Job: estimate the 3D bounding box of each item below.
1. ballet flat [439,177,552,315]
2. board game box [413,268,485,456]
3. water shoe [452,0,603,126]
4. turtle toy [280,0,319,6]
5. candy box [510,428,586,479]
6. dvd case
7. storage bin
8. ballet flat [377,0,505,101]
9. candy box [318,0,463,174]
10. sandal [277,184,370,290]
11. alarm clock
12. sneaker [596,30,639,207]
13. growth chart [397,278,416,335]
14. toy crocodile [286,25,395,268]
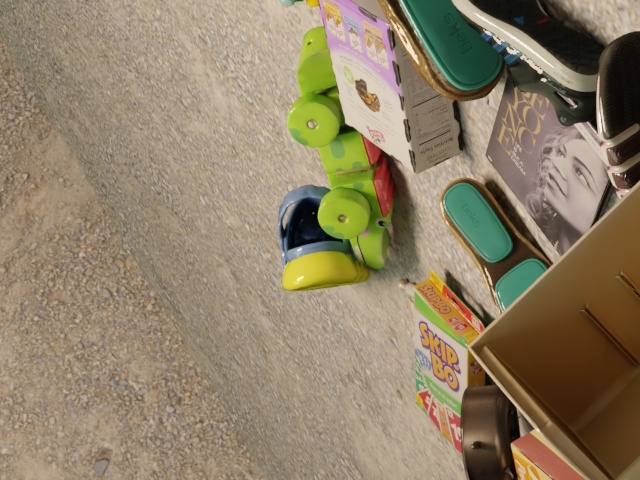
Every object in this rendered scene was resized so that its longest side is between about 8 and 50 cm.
[{"bbox_3d":[0.214,0.030,1.770,0.232,0.080,0.073,61,-170,15],"label":"ballet flat"},{"bbox_3d":[0.167,0.163,2.061,0.124,0.039,0.259,48,152,39],"label":"board game box"},{"bbox_3d":[0.186,-0.179,1.499,0.203,0.073,0.080,47,145,39],"label":"water shoe"},{"bbox_3d":[-0.050,-0.335,1.972,0.130,0.066,0.095,38,149,54],"label":"turtle toy"},{"bbox_3d":[0.330,0.380,1.879,0.183,0.088,0.316,40,150,52],"label":"candy box"},{"bbox_3d":[0.232,-0.086,1.610,0.164,0.018,0.221,56,161,23],"label":"dvd case"},{"bbox_3d":[0.267,0.061,1.187,0.123,0.262,0.260,46,-177,-11],"label":"storage bin"},{"bbox_3d":[0.079,-0.294,1.623,0.342,0.116,0.124,60,171,-5],"label":"ballet flat"},{"bbox_3d":[0.078,-0.197,1.802,0.165,0.070,0.196,41,151,49],"label":"candy box"},{"bbox_3d":[0.000,0.000,2.187,0.317,0.126,0.138,114,147,-86],"label":"sandal"},{"bbox_3d":[0.212,0.229,1.953,0.192,0.064,0.129,-78,-23,-55],"label":"alarm clock"},{"bbox_3d":[0.281,-0.046,1.395,0.281,0.106,0.162,68,166,-12],"label":"sneaker"},{"bbox_3d":[0.171,0.171,2.142,0.172,0.021,0.237,25,136,62],"label":"growth chart"},{"bbox_3d":[0.037,-0.114,1.999,0.115,0.105,0.340,-72,-31,-54],"label":"toy crocodile"}]
